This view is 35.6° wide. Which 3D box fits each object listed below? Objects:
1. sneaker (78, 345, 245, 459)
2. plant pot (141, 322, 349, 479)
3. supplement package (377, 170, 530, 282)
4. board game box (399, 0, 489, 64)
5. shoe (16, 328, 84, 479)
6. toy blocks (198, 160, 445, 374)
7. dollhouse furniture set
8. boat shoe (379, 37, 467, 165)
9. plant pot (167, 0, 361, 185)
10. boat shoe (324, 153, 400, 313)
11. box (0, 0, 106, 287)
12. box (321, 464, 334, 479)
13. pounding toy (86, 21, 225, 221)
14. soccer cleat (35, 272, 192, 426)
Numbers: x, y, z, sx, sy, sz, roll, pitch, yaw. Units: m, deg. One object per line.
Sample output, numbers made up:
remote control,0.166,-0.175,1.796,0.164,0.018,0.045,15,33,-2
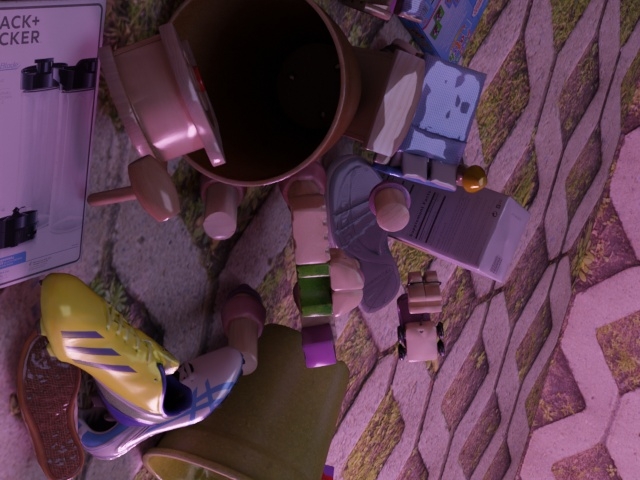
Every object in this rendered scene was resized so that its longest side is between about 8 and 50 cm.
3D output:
sneaker,-0.208,0.201,1.286,0.237,0.085,0.086,-29,126,-3
plant pot,-0.083,0.272,1.478,0.254,0.276,0.276,-63,153,-28
supplement package,0.212,-0.040,1.717,0.139,0.244,0.133,24,89,-60
board game box,0.211,-0.394,1.671,0.160,0.039,0.211,-63,150,-5
shoe,-0.329,0.192,1.199,0.077,0.058,0.219,-14,121,-30
toy blocks,0.000,0.000,1.395,0.260,0.309,0.288,-95,180,-59
dollhouse furniture set,0.176,-0.220,1.446,0.303,0.198,0.286,14,98,-31
boat shoe,0.153,-0.197,1.665,0.095,0.112,0.335,-42,141,-7
plant pot,-0.044,-0.197,1.239,0.254,0.237,0.237,-23,131,-69
boat shoe,0.054,-0.016,1.646,0.118,0.103,0.320,-34,135,-15
box,-0.311,-0.103,0.972,0.169,0.087,0.290,-20,127,-53
box,-0.079,0.464,1.678,0.293,0.057,0.200,30,60,-52
pounding toy,-0.192,-0.132,1.012,0.155,0.269,0.154,-20,115,0
soccer cleat,-0.228,0.121,1.132,0.289,0.121,0.093,70,16,-51
